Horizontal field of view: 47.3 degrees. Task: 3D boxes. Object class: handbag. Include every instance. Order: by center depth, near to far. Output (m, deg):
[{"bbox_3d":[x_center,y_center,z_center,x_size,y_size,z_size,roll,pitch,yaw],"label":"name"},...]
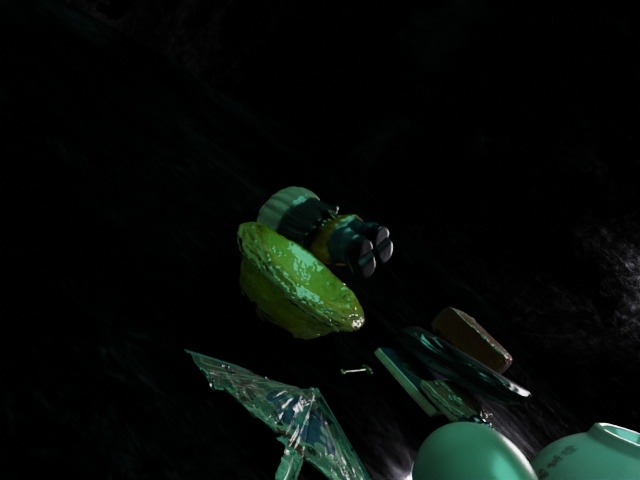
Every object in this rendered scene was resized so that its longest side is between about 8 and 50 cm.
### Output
[{"bbox_3d":[0.322,0.289,1.686,0.332,0.075,0.191,27,1,25],"label":"handbag"}]

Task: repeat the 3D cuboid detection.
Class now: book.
[{"bbox_3d":[0.241,0.322,1.686,0.191,0.025,0.269,47,14,26],"label":"book"}]

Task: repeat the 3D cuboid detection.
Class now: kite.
[{"bbox_3d":[-0.034,0.281,1.040,0.406,0.014,0.368,41,13,-1],"label":"kite"}]

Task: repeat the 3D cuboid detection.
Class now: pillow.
[{"bbox_3d":[0.295,0.349,1.595,0.126,0.043,0.232,44,12,29],"label":"pillow"}]

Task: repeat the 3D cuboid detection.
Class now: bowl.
[{"bbox_3d":[0.589,0.476,1.411,0.434,0.196,0.435,17,0,0],"label":"bowl"}]

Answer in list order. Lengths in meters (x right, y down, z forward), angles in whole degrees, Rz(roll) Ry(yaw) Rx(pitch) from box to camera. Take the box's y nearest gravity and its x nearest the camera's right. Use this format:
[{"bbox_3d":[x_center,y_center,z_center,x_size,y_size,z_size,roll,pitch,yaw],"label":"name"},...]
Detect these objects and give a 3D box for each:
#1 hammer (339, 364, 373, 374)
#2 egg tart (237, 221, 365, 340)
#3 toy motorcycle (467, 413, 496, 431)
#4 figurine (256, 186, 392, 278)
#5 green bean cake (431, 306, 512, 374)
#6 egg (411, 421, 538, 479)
[{"bbox_3d":[0.069,0.257,1.437,0.029,0.014,0.123,37,12,28],"label":"hammer"},{"bbox_3d":[-0.056,0.090,1.401,0.315,0.120,0.315,38,10,-8],"label":"egg tart"},{"bbox_3d":[0.326,0.430,1.417,0.118,0.084,0.212,51,24,-9],"label":"toy motorcycle"},{"bbox_3d":[-0.004,-0.025,1.615,0.332,0.185,0.205,-4,-65,52],"label":"figurine"},{"bbox_3d":[0.459,0.312,2.209,0.233,0.097,0.198,46,12,24],"label":"green bean cake"},{"bbox_3d":[0.236,0.388,1.069,0.182,0.183,0.264,30,22,-40],"label":"egg"}]
